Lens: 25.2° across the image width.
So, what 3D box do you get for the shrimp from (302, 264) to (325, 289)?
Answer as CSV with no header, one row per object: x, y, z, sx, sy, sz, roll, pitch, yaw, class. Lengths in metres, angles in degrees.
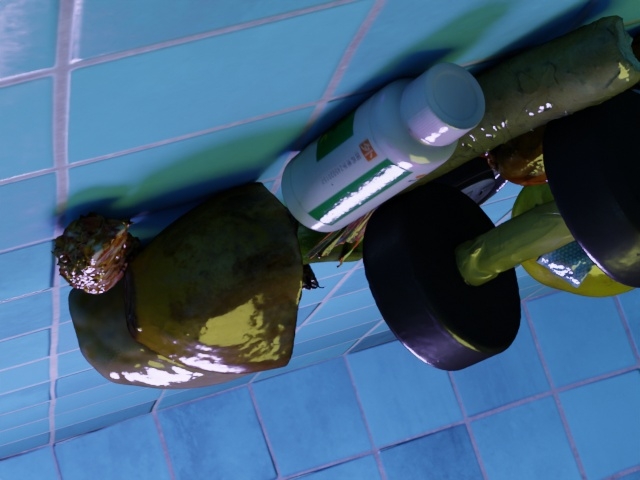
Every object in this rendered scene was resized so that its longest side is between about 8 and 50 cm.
-0.052,0.047,1.861,0.075,0.073,0.190,30,171,-38,shrimp

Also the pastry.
-0.237,0.009,1.484,0.087,0.063,0.169,-46,172,-12,pastry

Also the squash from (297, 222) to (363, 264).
0.000,0.000,1.826,0.066,0.066,0.229,-23,169,25,squash

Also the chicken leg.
0.279,-0.141,1.546,0.113,0.093,0.304,2,156,-29,chicken leg

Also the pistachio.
-0.171,0.089,1.723,0.288,0.166,0.197,1,-160,-41,pistachio

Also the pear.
0.378,-0.024,1.966,0.269,0.212,0.212,1,159,-44,pear

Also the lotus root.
-0.129,0.041,1.540,0.180,0.199,0.188,-8,123,-20,lotus root

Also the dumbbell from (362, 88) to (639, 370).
0.222,-0.008,1.501,0.322,0.203,0.204,-29,166,36,dumbbell

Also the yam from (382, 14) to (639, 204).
0.161,-0.124,1.428,0.083,0.083,0.371,-7,168,-46,yam

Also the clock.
0.153,-0.056,1.761,0.184,0.040,0.184,-30,167,-8,clock

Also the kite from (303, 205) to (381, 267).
0.073,-0.027,1.792,0.241,0.014,0.183,-20,153,-51,kite

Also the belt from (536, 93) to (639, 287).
0.346,-0.082,1.598,0.302,0.072,0.087,-59,167,19,belt

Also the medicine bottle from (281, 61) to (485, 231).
0.058,-0.089,1.388,0.095,0.095,0.260,-11,169,-33,medicine bottle
